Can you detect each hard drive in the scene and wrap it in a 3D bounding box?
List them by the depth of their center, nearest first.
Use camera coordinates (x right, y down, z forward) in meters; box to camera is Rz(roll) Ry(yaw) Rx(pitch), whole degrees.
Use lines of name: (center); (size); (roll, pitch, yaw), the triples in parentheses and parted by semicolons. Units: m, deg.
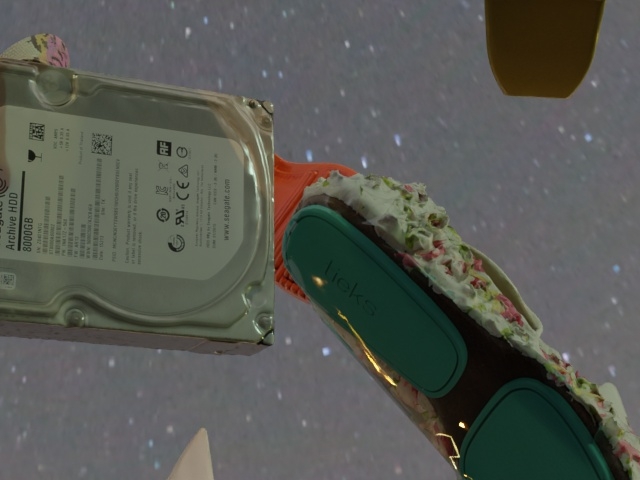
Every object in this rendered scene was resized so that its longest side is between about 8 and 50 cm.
hard drive: (-0.202, -0.030, 1.230); (0.338, 0.237, 0.064); (7, -19, -23)

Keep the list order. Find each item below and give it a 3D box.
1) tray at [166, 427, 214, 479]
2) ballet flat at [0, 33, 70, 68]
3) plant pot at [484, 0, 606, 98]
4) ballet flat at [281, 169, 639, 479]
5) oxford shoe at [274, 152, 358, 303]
tray: (-0.103, 0.263, 0.905); (0.030, 0.145, 0.270); (4, -55, -16)
ballet flat: (-0.303, -0.112, 1.300); (0.221, 0.079, 0.077); (-42, -65, -24)
plant pot: (0.154, -0.145, 0.990); (0.081, 0.081, 0.083); (5, -60, 7)
ballet flat: (0.079, 0.059, 0.587); (0.077, 0.241, 0.091); (-19, -25, -44)
oxford shoe: (0.000, 0.000, 1.401); (0.130, 0.363, 0.133); (-49, -50, -5)
